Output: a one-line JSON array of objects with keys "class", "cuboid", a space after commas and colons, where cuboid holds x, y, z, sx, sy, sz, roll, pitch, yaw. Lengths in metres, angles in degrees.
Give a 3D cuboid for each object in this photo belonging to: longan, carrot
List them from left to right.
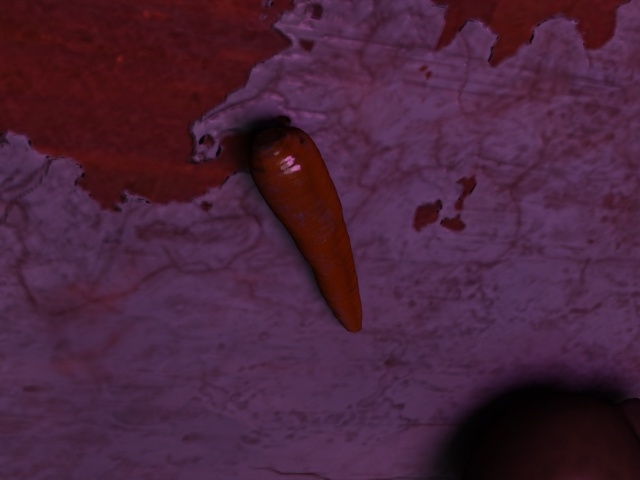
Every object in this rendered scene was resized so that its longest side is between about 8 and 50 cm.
[{"class": "carrot", "cuboid": [0.000, 0.000, 0.989, 0.048, 0.048, 0.216, -27, 137, -2]}, {"class": "longan", "cuboid": [0.202, 0.200, 1.160, 0.204, 0.159, 0.185, -36, 133, -17]}]
